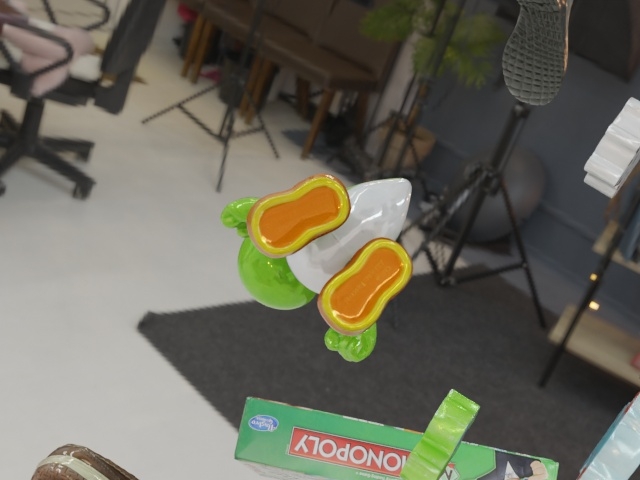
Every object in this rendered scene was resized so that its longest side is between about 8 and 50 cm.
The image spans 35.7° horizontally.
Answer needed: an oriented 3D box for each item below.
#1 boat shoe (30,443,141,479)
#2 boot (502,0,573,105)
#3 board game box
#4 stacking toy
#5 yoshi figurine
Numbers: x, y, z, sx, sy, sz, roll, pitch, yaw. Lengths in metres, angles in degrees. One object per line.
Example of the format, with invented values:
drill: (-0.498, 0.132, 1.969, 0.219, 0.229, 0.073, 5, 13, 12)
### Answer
boat shoe: (-0.140, 0.248, 0.833, 0.257, 0.095, 0.095, 57, 29, -27)
boot: (0.307, -0.306, 1.269, 0.083, 0.247, 0.161, 22, 51, 26)
board game box: (0.049, 0.185, 0.804, 0.213, 0.046, 0.317, 12, -15, 3)
stacking toy: (0.158, 0.065, 0.448, 0.167, 0.221, 0.052, 33, 0, 16)
yoshi figurine: (-0.016, 0.024, 1.101, 0.202, 0.204, 0.362, 6, 2, -1)
